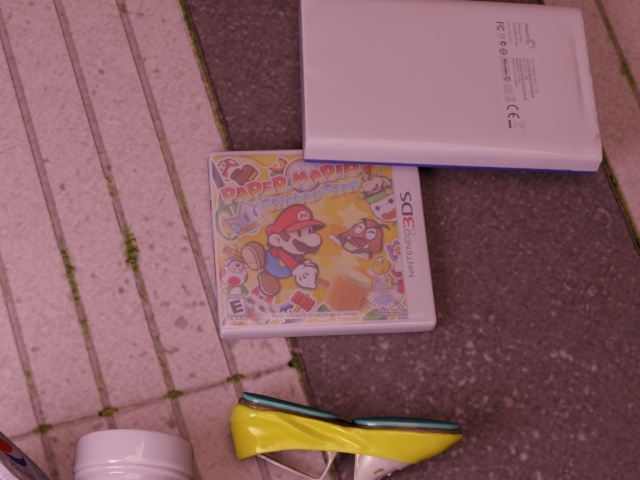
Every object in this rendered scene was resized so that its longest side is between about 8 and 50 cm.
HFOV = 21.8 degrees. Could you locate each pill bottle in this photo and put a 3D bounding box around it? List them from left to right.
[{"bbox_3d":[-0.178,0.317,1.521,0.152,0.152,0.272,4,68,-6],"label":"pill bottle"}]

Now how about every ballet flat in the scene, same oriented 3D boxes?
[{"bbox_3d":[0.023,0.203,1.648,0.231,0.077,0.077,8,88,-1],"label":"ballet flat"}]

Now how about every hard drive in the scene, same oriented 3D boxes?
[{"bbox_3d":[0.137,-0.173,1.816,0.318,0.040,0.210,2,59,-7],"label":"hard drive"}]

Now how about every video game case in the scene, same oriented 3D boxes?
[{"bbox_3d":[0.000,0.000,1.747,0.227,0.026,0.206,-2,68,-8],"label":"video game case"}]

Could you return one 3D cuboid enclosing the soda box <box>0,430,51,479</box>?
[{"bbox_3d":[-0.371,0.297,1.484,0.091,0.098,0.286,42,89,13],"label":"soda box"}]
